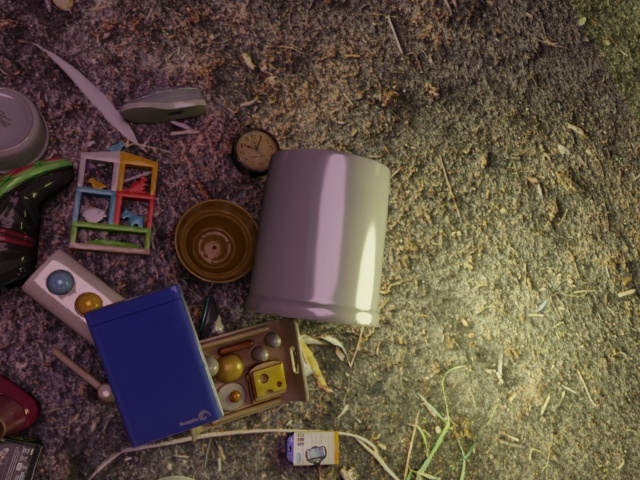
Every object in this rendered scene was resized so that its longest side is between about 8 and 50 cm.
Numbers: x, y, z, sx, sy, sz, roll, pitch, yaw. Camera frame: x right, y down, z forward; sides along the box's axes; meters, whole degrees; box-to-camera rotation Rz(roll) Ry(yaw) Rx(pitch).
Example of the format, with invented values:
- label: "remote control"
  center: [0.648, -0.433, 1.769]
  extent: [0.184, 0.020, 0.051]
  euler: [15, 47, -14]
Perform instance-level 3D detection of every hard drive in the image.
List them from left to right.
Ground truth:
- label: "hard drive"
  center: [-0.365, 0.277, 1.345]
  extent: [0.210, 0.040, 0.319]
  euler: [-18, 98, -4]

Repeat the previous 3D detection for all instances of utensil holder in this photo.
- label: "utensil holder"
  center: [0.000, 0.000, 1.483]
  extent: [0.327, 0.327, 0.385]
  euler: [8, 85, -16]

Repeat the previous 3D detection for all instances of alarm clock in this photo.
- label: "alarm clock"
  center: [-0.184, -0.259, 1.667]
  extent: [0.129, 0.064, 0.192]
  euler: [-12, 82, -21]

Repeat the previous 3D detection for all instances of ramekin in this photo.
- label: "ramekin"
  center: [-0.765, -0.269, 1.451]
  extent: [0.207, 0.109, 0.207]
  euler: [5, 75, -18]

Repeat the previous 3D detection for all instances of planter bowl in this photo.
- label: "planter bowl"
  center: [-0.266, 0.010, 1.555]
  extent: [0.217, 0.090, 0.217]
  euler: [4, 75, -17]

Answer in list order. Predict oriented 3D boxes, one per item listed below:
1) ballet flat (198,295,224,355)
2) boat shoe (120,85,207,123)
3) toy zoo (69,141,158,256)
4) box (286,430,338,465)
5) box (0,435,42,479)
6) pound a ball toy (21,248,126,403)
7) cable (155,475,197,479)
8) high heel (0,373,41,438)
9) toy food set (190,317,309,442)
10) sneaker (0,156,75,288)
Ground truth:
- label: "ballet flat"
  center: [-0.277, 0.242, 1.504]
  extent: [0.074, 0.074, 0.203]
  euler: [19, 77, -13]
- label: "boat shoe"
  center: [-0.420, -0.368, 1.616]
  extent: [0.227, 0.079, 0.081]
  euler: [-12, 71, -26]
- label: "toy zoo"
  center: [-0.517, -0.112, 1.535]
  extent: [0.192, 0.030, 0.293]
  euler: [6, 75, -17]
- label: "box"
  center: [-0.021, 0.526, 1.538]
  extent: [0.136, 0.028, 0.081]
  euler: [4, 75, -15]
- label: "box"
  center: [-0.785, 0.578, 1.220]
  extent: [0.318, 0.097, 0.395]
  euler: [18, 72, -20]
- label: "pound a ball toy"
  center: [-0.538, 0.198, 1.392]
  extent: [0.319, 0.136, 0.208]
  euler: [40, 67, -4]
- label: "cable"
  center: [-0.333, 0.666, 1.363]
  extent: [0.257, 0.089, 0.257]
  euler: [-9, 79, -20]
- label: "high heel"
  center: [-0.777, 0.286, 1.292]
  extent: [0.377, 0.181, 0.127]
  euler: [42, 89, 0]
- label: "toy food set"
  center: [-0.182, 0.331, 1.463]
  extent: [0.306, 0.092, 0.220]
  euler: [-12, 97, -24]
- label: "sneaker"
  center: [-0.728, 0.001, 1.385]
  extent: [0.202, 0.185, 0.483]
  euler: [49, 62, -31]
